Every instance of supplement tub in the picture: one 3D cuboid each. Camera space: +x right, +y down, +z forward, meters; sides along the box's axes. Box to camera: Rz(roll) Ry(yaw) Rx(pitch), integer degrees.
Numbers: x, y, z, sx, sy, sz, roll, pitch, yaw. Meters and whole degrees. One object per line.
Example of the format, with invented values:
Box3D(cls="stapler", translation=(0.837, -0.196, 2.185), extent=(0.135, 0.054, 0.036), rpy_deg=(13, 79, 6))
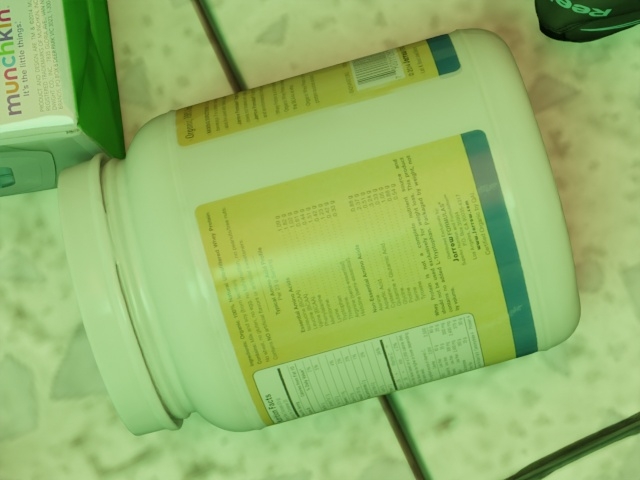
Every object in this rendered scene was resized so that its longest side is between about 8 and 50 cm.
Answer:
Box3D(cls="supplement tub", translation=(0.000, 0.000, 0.821), extent=(0.199, 0.144, 0.144), rpy_deg=(-15, 80, 3))

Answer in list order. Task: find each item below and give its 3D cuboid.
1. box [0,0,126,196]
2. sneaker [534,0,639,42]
Box3D(cls="box", translation=(-0.225, -0.147, 0.872), extent=(0.231, 0.127, 0.262), rpy_deg=(-10, 81, 4))
Box3D(cls="sneaker", translation=(0.188, -0.186, 0.864), extent=(0.267, 0.106, 0.101), rpy_deg=(-37, 74, -22))
